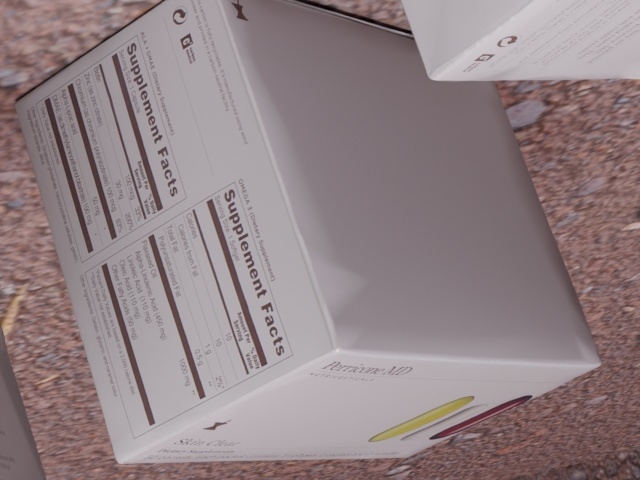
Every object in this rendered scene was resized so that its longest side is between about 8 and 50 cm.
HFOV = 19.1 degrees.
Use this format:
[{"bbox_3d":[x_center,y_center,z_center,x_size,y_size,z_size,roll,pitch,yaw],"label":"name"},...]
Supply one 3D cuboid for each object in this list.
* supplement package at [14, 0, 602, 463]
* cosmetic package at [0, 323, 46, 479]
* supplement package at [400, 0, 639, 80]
[{"bbox_3d":[0.000,0.000,1.012,0.145,0.204,0.262,-30,159,30],"label":"supplement package"},{"bbox_3d":[-0.228,-0.010,0.616,0.097,0.284,0.377,-21,162,11],"label":"cosmetic package"},{"bbox_3d":[0.152,-0.157,0.805,0.244,0.139,0.134,-5,159,-40],"label":"supplement package"}]
